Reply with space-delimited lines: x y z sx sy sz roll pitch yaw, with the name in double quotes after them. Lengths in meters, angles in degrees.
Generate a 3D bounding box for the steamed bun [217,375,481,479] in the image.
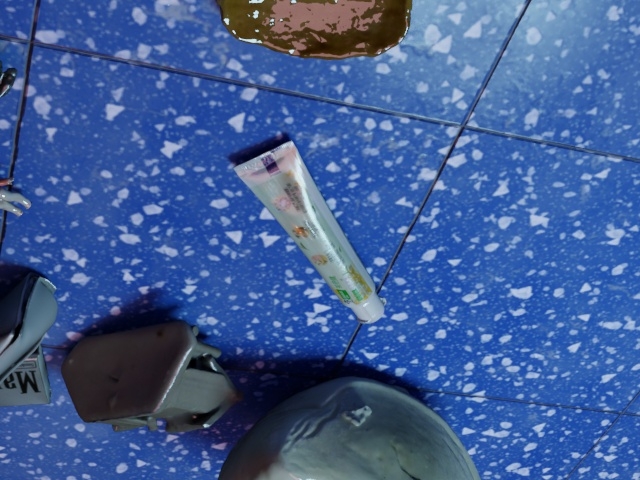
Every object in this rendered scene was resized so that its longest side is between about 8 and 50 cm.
0.051 0.336 1.588 0.383 0.236 0.247 24 138 -21 "steamed bun"

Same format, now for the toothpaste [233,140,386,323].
0.000 0.000 1.359 0.056 0.058 0.314 16 150 44 "toothpaste"

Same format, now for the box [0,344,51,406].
-0.471 0.191 1.499 0.177 0.036 0.115 -3 137 -5 "box"

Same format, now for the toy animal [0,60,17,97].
-0.437 -0.177 1.109 0.232 0.084 0.148 17 114 -15 "toy animal"

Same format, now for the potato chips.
-0.007 -0.249 1.100 0.201 0.049 0.150 -4 140 -6 "potato chips"

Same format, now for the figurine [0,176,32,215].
-0.385 -0.061 1.246 0.064 0.047 0.109 -37 138 18 "figurine"

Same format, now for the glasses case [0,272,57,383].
-0.457 0.172 1.381 0.308 0.128 0.083 -36 112 14 "glasses case"

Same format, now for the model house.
-0.222 0.201 1.491 0.229 0.122 0.188 -15 150 28 "model house"
